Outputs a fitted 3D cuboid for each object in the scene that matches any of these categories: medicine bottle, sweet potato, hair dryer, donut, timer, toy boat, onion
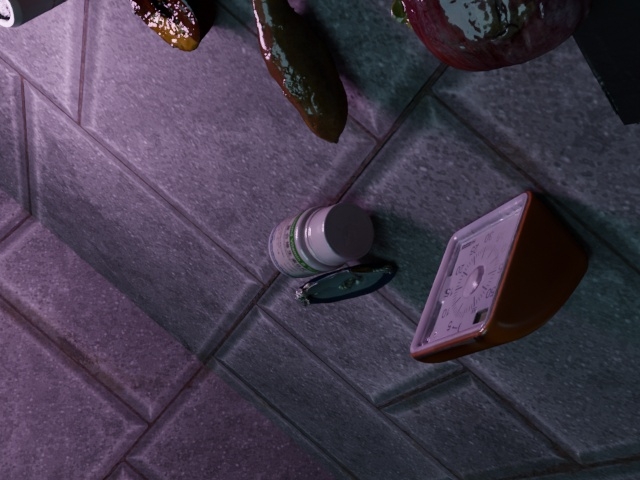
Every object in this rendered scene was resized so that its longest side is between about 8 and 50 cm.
[{"bbox_3d":[0.000,0.000,1.688,0.139,0.139,0.237,48,153,-15],"label":"medicine bottle"},{"bbox_3d":[-0.050,-0.324,1.312,0.109,0.109,0.385,8,132,48],"label":"sweet potato"},{"bbox_3d":[-0.536,-0.570,1.532,0.107,0.173,0.357,35,140,8],"label":"hair dryer"},{"bbox_3d":[-0.265,-0.426,1.460,0.184,0.073,0.166,41,153,-1],"label":"donut"},{"bbox_3d":[0.271,0.088,1.337,0.161,0.250,0.257,43,153,-5],"label":"timer"},{"bbox_3d":[0.042,0.086,1.644,0.291,0.220,0.067,17,-122,-82],"label":"toy boat"},{"bbox_3d":[0.170,-0.325,0.934,0.227,0.120,0.284,-20,104,34],"label":"onion"}]

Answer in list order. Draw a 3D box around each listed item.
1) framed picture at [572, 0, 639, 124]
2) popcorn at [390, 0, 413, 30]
[{"bbox_3d":[0.420,-0.250,0.896,0.255,0.014,0.338,51,152,-21],"label":"framed picture"},{"bbox_3d":[0.154,-0.301,1.091,0.109,0.089,0.097,40,165,-5],"label":"popcorn"}]
